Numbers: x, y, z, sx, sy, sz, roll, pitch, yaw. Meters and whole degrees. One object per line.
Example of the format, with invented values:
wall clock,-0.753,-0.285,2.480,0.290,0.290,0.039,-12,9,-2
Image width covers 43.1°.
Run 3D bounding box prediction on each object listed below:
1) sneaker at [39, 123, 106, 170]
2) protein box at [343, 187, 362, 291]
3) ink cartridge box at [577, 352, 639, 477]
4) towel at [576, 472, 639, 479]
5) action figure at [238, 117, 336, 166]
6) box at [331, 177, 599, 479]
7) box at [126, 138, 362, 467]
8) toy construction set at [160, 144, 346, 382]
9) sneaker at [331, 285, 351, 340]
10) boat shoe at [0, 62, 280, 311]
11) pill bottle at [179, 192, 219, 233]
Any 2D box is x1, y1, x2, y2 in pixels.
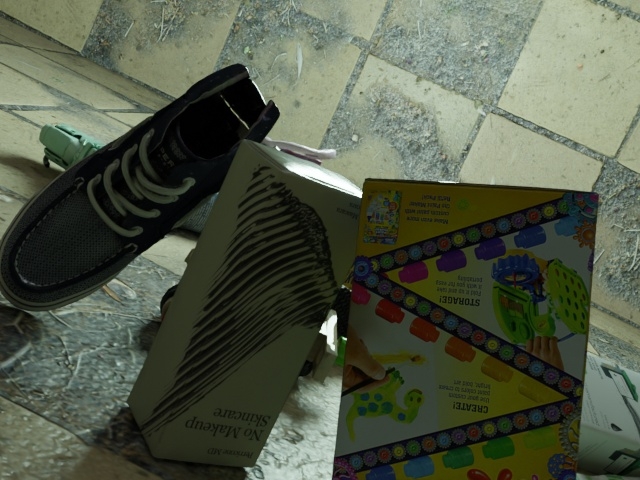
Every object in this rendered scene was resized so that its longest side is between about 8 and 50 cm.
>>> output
sneaker,-0.401,-0.130,1.331,0.151,0.094,0.256,29,0,-14
protein box,0.000,0.000,1.348,0.136,0.201,0.199,14,16,-46
ink cartridge box,0.422,0.263,1.219,0.219,0.093,0.160,21,39,-22
towel,0.469,0.364,1.043,0.324,0.038,0.248,19,4,-32
action figure,-0.180,-0.180,1.679,0.248,0.276,0.370,9,32,-38
box,0.138,0.113,0.710,0.177,0.279,0.290,5,-5,18
box,-0.064,0.060,0.721,0.113,0.275,0.094,16,14,-34
toy construction set,-0.028,0.044,0.928,0.237,0.257,0.309,33,-10,-6
sneaker,0.018,0.112,1.126,0.075,0.057,0.161,22,-29,38
boat shoe,-0.188,-0.060,0.821,0.127,0.340,0.158,48,-16,-6
pill bottle,-0.230,-0.072,1.421,0.180,0.108,0.108,17,14,-35
